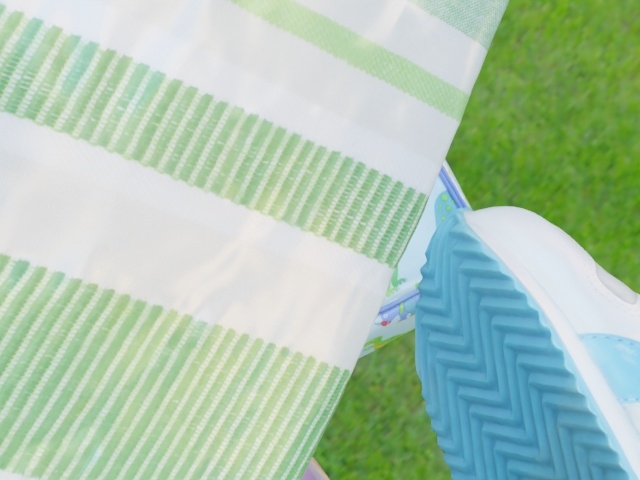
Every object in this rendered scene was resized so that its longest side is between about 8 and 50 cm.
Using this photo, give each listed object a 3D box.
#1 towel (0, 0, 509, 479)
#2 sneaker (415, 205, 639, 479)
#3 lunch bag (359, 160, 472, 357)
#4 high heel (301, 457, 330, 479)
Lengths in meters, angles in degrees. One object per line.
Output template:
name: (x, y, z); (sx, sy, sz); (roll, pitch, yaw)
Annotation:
towel: (-0.062, -0.016, 0.633); (0.248, 0.038, 0.325); (22, 91, -40)
sneaker: (0.115, 0.073, 0.453); (0.092, 0.087, 0.229); (-27, 63, -32)
lunch bag: (0.000, 0.000, 1.201); (0.219, 0.090, 0.176); (-28, 72, 6)
high heel: (-0.167, 0.077, 0.914); (0.181, 0.127, 0.377); (-13, 35, -41)
